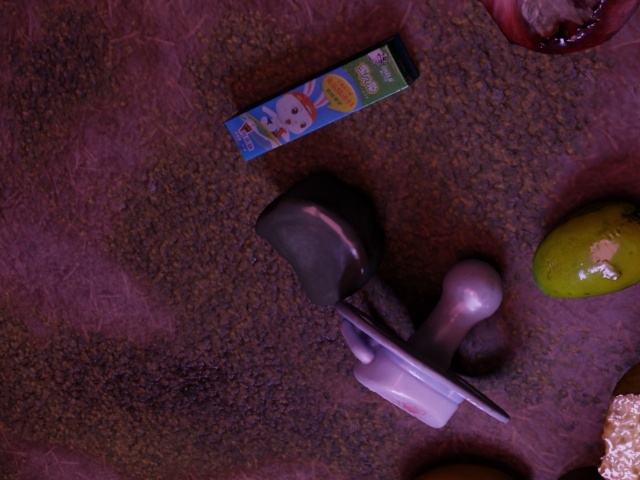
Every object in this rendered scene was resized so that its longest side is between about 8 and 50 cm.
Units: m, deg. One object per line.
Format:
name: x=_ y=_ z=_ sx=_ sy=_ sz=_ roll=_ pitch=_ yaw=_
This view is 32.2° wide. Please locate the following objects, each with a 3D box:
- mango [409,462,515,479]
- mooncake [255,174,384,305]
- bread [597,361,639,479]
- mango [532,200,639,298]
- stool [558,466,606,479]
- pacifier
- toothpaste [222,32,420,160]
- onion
mango: x=0.195 y=0.402 z=1.635 sx=0.151 sy=0.120 sz=0.221 roll=45 pitch=118 yaw=-9
mooncake: x=0.000 y=0.000 z=1.508 sx=0.169 sy=0.104 sz=0.175 roll=4 pitch=121 yaw=18
bread: x=0.517 y=0.217 z=1.356 sx=0.340 sy=0.179 sz=0.194 roll=-4 pitch=113 yaw=28
mango: x=0.337 y=0.020 z=1.374 sx=0.119 sy=0.100 sz=0.178 roll=48 pitch=132 yaw=-9
stool: x=0.368 y=0.456 z=1.497 sx=0.179 sy=0.264 sz=0.179 roll=10 pitch=120 yaw=18
pacifier: x=0.158 y=0.122 z=1.481 sx=0.287 sy=0.238 sz=0.225 roll=37 pitch=93 yaw=-22
toothpaste: x=-0.003 y=-0.183 z=1.440 sx=0.267 sy=0.050 sz=0.065 roll=-21 pitch=104 yaw=31
onion: x=0.267 y=-0.337 z=1.179 sx=0.272 sy=0.195 sz=0.271 roll=25 pitch=120 yaw=53
